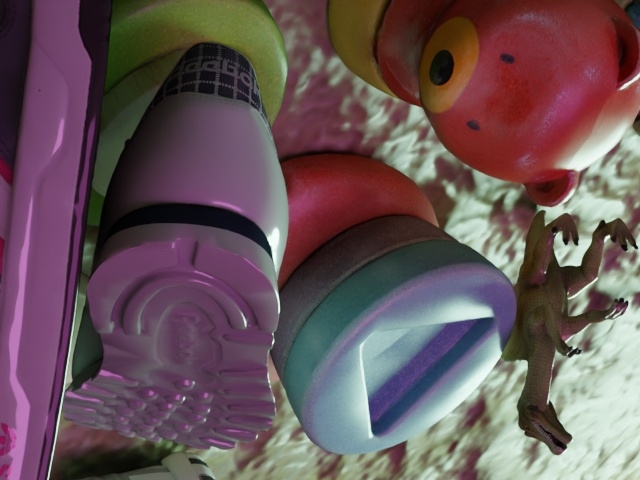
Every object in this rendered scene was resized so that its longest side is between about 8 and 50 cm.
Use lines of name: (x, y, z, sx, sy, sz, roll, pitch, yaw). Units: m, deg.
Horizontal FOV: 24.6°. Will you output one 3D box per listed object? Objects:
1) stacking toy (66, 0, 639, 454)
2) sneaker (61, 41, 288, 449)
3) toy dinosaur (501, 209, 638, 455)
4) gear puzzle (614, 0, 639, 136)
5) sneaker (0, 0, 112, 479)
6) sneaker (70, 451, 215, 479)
stacking toy: (0.000, 0.000, 0.677, 0.279, 0.130, 0.309, -13, 137, -30)
sneaker: (-0.055, 0.018, 0.598, 0.090, 0.095, 0.235, 7, 153, -12)
toy dinosaur: (0.122, 0.022, 0.789, 0.053, 0.183, 0.092, 23, 135, -17)
gear puzzle: (0.284, -0.094, 0.885, 0.175, 0.044, 0.339, -44, 144, 8)
sneaker: (-0.172, -0.025, 0.522, 0.178, 0.124, 0.295, 8, 98, -11)
sneaker: (-0.149, 0.218, 0.844, 0.132, 0.086, 0.228, 2, 119, -35)
